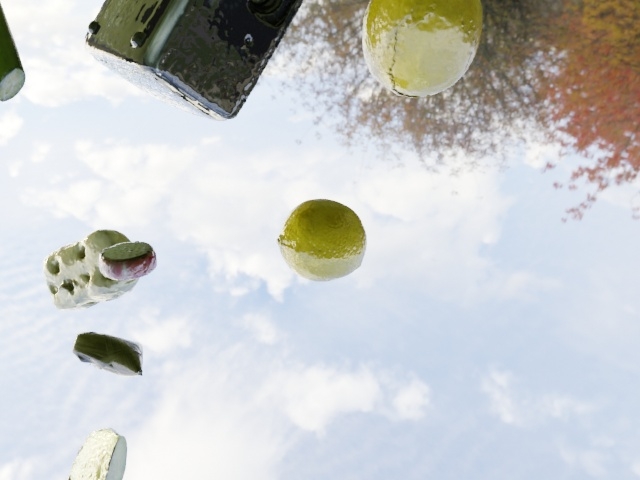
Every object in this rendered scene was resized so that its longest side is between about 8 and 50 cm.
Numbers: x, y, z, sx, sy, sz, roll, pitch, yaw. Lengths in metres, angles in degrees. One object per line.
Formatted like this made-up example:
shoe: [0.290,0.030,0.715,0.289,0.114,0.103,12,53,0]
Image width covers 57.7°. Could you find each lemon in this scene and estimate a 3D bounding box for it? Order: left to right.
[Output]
lemon: [0.000,0.000,1.220,0.203,0.178,0.178,-2,-147,-28]
lemon: [0.169,-0.353,0.985,0.204,0.260,0.204,3,-118,-6]

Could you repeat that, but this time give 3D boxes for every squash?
squash: [-0.523,0.553,1.394,0.184,0.085,0.191,-11,-124,44]

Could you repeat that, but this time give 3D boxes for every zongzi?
zongzi: [-0.670,0.369,1.826,0.221,0.112,0.242,16,-179,-19]

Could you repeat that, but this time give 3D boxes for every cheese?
cheese: [-0.522,0.069,1.320,0.263,0.159,0.093,-19,177,27]

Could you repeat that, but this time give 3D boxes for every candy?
candy: [-0.351,0.035,1.058,0.103,0.043,0.103,0,-156,0]

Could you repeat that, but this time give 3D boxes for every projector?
projector: [-0.270,-0.489,1.213,0.242,0.395,0.405,28,-179,-44]

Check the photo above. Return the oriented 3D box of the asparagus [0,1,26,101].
asparagus: [-0.532,-0.344,0.937,0.277,0.060,0.067,62,-166,16]
